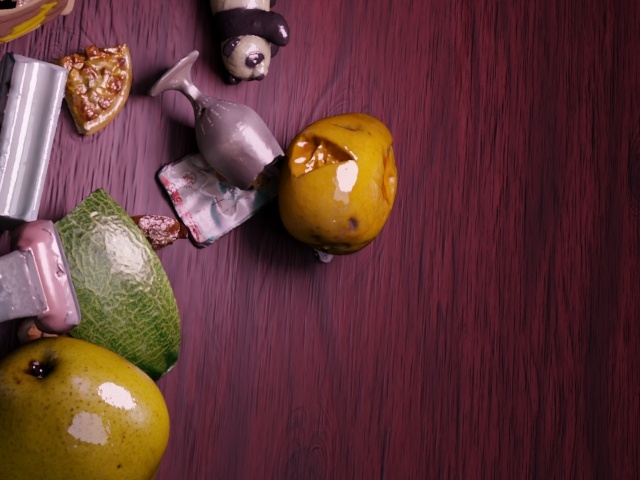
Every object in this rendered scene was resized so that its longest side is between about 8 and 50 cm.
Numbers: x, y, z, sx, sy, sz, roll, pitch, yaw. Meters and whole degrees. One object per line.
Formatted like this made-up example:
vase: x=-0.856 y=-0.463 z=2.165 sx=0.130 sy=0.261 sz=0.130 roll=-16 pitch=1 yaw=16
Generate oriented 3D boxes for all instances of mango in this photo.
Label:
mango: x=0.042 y=-0.120 z=1.597 sx=0.365 sy=0.182 sz=0.253 roll=-60 pitch=145 yaw=-55

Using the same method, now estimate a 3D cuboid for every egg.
egg: x=-0.428 y=0.153 z=1.331 sx=0.071 sy=0.071 sz=0.083 roll=-49 pitch=125 yaw=-28

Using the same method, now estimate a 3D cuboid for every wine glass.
wine glass: x=-0.178 y=-0.206 z=1.486 sx=0.241 sy=0.126 sz=0.126 roll=47 pitch=61 yaw=-8

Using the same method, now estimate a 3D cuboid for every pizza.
pizza: x=-0.383 y=-0.263 z=1.425 sx=0.134 sy=0.046 sz=0.175 roll=19 pitch=74 yaw=-31

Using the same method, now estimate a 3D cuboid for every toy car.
toy car: x=0.000 y=0.000 z=1.667 sx=0.041 sy=0.025 sz=0.093 roll=-33 pitch=103 yaw=-31

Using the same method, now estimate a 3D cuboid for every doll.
doll: x=-0.131 y=-0.404 z=1.568 sx=0.135 sy=0.143 sz=0.234 roll=-8 pitch=90 yaw=-11

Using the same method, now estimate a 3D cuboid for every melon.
melon: x=-0.329 y=0.098 z=1.373 sx=0.196 sy=0.124 sz=0.323 roll=-43 pitch=106 yaw=-23

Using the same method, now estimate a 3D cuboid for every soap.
soap: x=-0.464 y=-0.143 z=1.293 sx=0.094 sy=0.150 sz=0.261 roll=13 pitch=77 yaw=-29

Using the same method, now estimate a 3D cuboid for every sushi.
sushi: x=-0.292 y=-0.011 z=1.457 sx=0.120 sy=0.052 sz=0.055 roll=5 pitch=67 yaw=-36

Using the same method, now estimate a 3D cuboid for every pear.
pear: x=-0.364 y=0.276 z=1.236 sx=0.294 sy=0.294 sz=0.294 roll=5 pitch=82 yaw=-34

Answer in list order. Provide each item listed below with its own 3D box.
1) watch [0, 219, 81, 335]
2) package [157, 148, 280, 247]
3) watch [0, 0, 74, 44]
watch: x=-0.456 y=0.077 z=1.135 sx=0.241 sy=0.253 sz=0.162 roll=-17 pitch=91 yaw=-14
package: x=-0.169 y=-0.107 z=1.558 sx=0.232 sy=0.040 sz=0.166 roll=-34 pitch=102 yaw=-31
watch: x=-0.520 y=-0.497 z=1.235 sx=0.314 sy=0.335 sz=0.327 roll=-36 pitch=86 yaw=-26
